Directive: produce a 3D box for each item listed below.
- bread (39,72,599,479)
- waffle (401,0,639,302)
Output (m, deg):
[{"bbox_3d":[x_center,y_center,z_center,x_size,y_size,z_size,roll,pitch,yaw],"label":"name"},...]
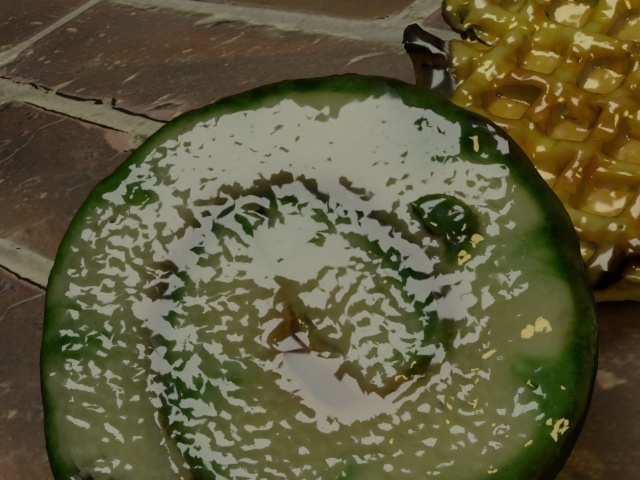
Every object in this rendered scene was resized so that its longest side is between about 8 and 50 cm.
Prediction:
[{"bbox_3d":[-0.008,0.072,1.018,0.382,0.129,0.366,-43,66,-4],"label":"bread"},{"bbox_3d":[0.268,-0.111,1.229,0.380,0.095,0.382,-16,54,6],"label":"waffle"}]
